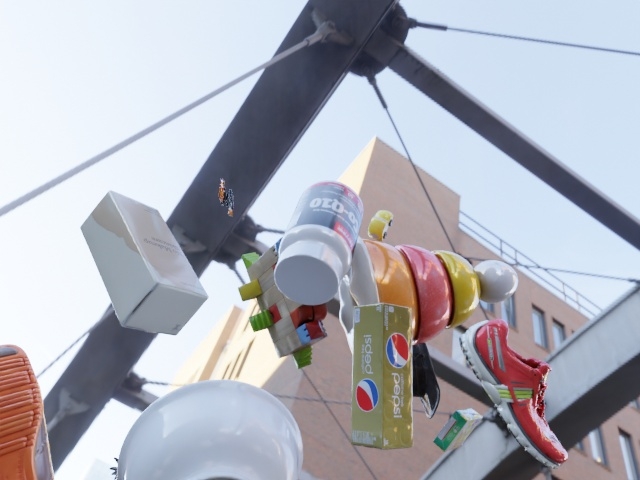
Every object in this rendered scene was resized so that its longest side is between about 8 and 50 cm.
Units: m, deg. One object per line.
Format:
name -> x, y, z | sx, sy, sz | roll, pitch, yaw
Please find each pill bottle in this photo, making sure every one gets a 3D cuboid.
pill bottle -> 0.000, 0.000, 1.175 | 0.161, 0.283, 0.161 | 7, -53, 9

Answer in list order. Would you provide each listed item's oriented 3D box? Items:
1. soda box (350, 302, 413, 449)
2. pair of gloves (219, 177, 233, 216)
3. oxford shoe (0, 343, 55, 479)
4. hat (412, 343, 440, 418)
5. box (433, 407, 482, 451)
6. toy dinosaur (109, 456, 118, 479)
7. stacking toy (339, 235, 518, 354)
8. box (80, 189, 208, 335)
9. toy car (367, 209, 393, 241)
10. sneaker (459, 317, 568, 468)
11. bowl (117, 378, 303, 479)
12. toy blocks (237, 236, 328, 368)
soda box -> 0.082, 0.177, 0.696 | 0.061, 0.181, 0.058 | 15, -19, -38
pair of gloves -> -0.235, -0.107, 1.307 | 0.010, 0.083, 0.074 | -13, -51, -29
oxford shoe -> -0.497, 0.348, 0.839 | 0.130, 0.363, 0.132 | -10, -26, -17
hat -> 0.275, 0.418, 1.717 | 0.134, 0.331, 0.331 | -6, -50, -6
box -> 0.369, 0.497, 1.389 | 0.105, 0.043, 0.179 | -56, -35, 6
toy dinosaur -> -0.526, 0.665, 1.594 | 0.200, 0.295, 0.127 | 32, 1, 37
stacking toy -> 0.297, 0.137, 1.387 | 0.480, 0.350, 0.350 | -6, -50, -7
box -> -0.381, 0.045, 1.121 | 0.121, 0.311, 0.148 | -48, -35, 10
toy car -> 0.127, 0.031, 1.603 | 0.225, 0.239, 0.053 | -12, -17, 16
sneaker -> 0.358, 0.263, 0.918 | 0.118, 0.107, 0.279 | -33, -96, 11
bowl -> -0.160, 0.374, 0.790 | 0.298, 0.134, 0.297 | -2, -78, -11
toy blocks -> -0.073, 0.157, 1.504 | 0.261, 0.191, 0.381 | -39, -112, 48
